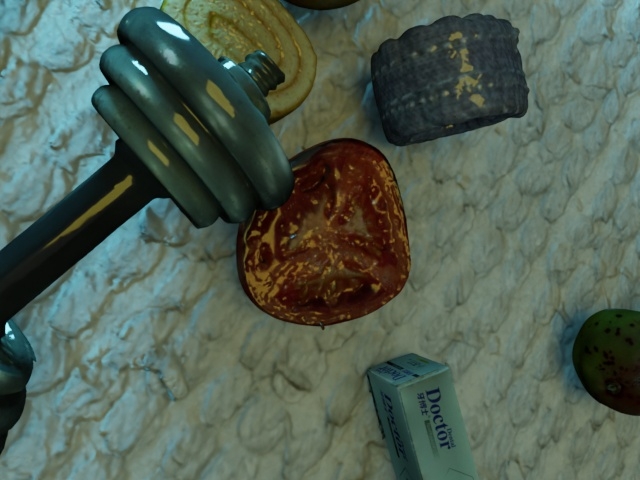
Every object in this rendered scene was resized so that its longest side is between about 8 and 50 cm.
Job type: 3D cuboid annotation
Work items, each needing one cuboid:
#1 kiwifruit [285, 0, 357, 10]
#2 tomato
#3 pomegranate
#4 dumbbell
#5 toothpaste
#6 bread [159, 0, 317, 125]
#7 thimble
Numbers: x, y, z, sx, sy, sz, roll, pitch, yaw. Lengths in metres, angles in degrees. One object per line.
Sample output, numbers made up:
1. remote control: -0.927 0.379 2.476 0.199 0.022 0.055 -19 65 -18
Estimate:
1. kiwifruit: 0.013 -0.334 0.517 0.196 0.196 0.234 37 71 -16
2. tomato: -0.007 -0.005 0.552 0.174 0.082 0.167 -15 94 -24
3. pomegranate: 0.362 0.136 0.668 0.130 0.130 0.131 1 87 -21
4. dumbbell: -0.185 -0.001 0.411 0.406 0.179 0.179 -42 102 -9
5. toothpaste: 0.128 0.275 0.591 0.070 0.089 0.313 -16 94 -16
6. bread: -0.078 -0.178 0.542 0.149 0.073 0.122 44 68 -16
7. thimble: 0.126 -0.156 0.576 0.150 0.150 0.098 -13 92 -21
